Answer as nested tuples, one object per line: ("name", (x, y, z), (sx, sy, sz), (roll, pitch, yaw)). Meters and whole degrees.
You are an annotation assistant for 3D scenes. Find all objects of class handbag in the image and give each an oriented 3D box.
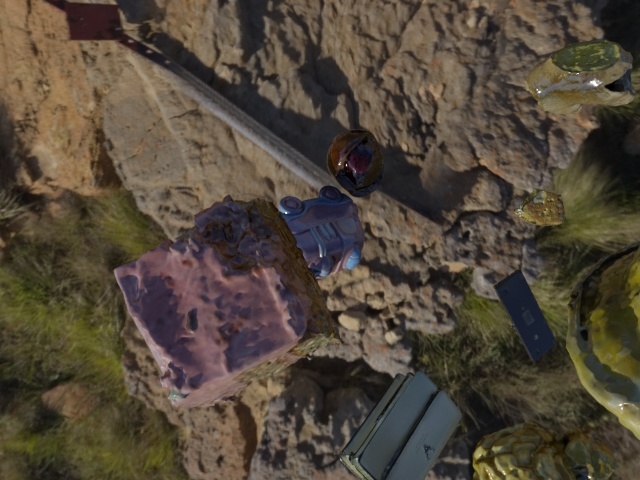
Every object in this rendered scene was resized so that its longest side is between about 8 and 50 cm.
("handbag", (0.263, 0.611, 1.719), (0.236, 0.160, 0.358), (47, 61, -7))

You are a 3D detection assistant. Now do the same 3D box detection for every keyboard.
("keyboard", (0.591, 0.222, 1.612), (0.106, 0.027, 0.317), (-36, 117, -4))

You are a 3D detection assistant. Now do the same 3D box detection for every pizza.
("pizza", (0.601, -0.088, 1.509), (0.160, 0.036, 0.099), (8, 107, -20))

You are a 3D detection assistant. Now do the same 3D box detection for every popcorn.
("popcorn", (0.523, 0.556, 1.313), (0.332, 0.225, 0.265), (-21, 127, 4))

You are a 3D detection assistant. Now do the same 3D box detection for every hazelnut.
("hazelnut", (0.110, -0.224, 1.597), (0.202, 0.160, 0.170), (38, 98, -30))

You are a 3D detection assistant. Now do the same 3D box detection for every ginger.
("ginger", (0.679, -0.410, 1.458), (0.276, 0.130, 0.221), (22, 154, 30))

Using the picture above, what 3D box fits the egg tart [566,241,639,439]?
("egg tart", (0.386, 0.067, 0.457), (0.345, 0.345, 0.132), (-3, 123, 3))

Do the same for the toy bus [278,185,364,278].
("toy bus", (0.000, 0.000, 1.591), (0.294, 0.232, 0.197), (-16, 144, -31))

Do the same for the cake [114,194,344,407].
("cake", (-0.165, 0.116, 1.040), (0.307, 0.293, 0.314), (-27, 72, 2))
